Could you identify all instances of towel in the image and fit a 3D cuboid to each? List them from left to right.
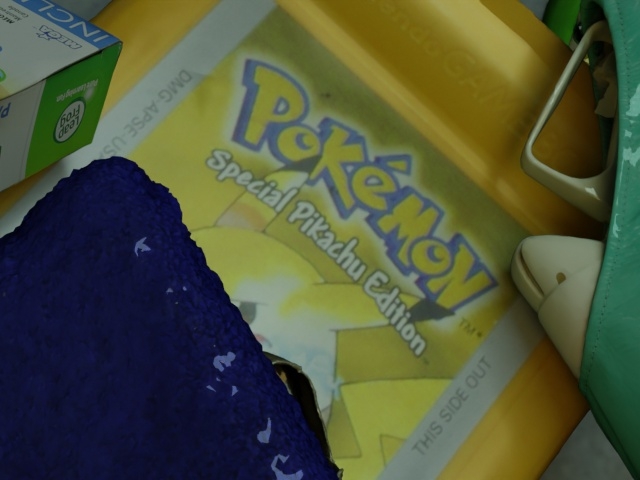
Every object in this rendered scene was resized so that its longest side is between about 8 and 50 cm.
[{"bbox_3d":[-0.111,0.149,0.402,0.308,0.076,0.227,-35,70,6],"label":"towel"}]

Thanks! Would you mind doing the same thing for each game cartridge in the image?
[{"bbox_3d":[0.000,0.000,0.734,0.285,0.053,0.323,42,65,-2],"label":"game cartridge"}]

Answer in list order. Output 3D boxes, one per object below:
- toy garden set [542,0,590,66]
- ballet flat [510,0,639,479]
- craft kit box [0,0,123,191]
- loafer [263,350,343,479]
[{"bbox_3d":[0.154,-0.040,0.859,0.244,0.049,0.203,28,56,-11],"label":"toy garden set"},{"bbox_3d":[0.128,-0.009,0.727,0.087,0.083,0.247,7,66,8],"label":"ballet flat"},{"bbox_3d":[-0.238,-0.076,0.583,0.250,0.061,0.246,30,28,13],"label":"craft kit box"},{"bbox_3d":[-0.017,0.110,0.634,0.056,0.050,0.148,-9,74,-23],"label":"loafer"}]
